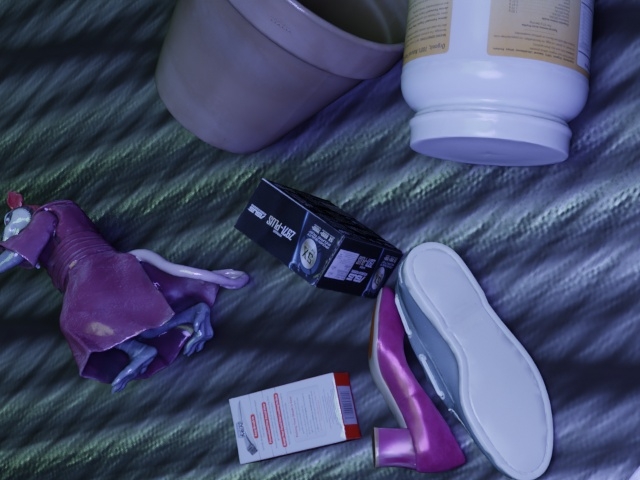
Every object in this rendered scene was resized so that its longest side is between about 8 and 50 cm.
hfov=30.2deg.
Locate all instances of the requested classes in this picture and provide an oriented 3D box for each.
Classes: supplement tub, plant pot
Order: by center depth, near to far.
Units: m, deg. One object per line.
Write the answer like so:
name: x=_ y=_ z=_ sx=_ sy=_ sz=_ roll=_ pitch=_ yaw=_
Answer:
supplement tub: x=0.217 y=-0.261 z=1.446 sx=0.228 sy=0.228 sz=0.316 roll=3 pitch=84 yaw=29
plant pot: x=-0.072 y=-0.273 z=1.584 sx=0.280 sy=0.323 sz=0.323 roll=-49 pitch=63 yaw=32

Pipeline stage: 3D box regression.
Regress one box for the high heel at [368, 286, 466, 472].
high heel: x=0.124 y=0.178 z=1.535 sx=0.117 sy=0.082 sz=0.244 roll=0 pitch=66 yaw=-3

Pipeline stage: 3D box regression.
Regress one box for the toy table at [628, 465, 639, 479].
toy table: x=0.459 y=0.276 z=1.277 sx=0.274 sy=0.161 sz=0.252 roll=-22 pitch=73 yaw=23

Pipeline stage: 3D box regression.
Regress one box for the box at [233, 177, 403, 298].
box: x=0.000 y=0.000 z=1.551 sx=0.147 sy=0.180 sz=0.077 roll=36 pitch=100 yaw=27

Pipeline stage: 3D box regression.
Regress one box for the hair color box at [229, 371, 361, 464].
hair color box: x=-0.035 y=0.242 z=1.608 sx=0.167 sy=0.053 sz=0.093 roll=-17 pitch=76 yaw=24

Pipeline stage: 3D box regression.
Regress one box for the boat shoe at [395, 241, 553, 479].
boat shoe: x=0.188 y=0.158 z=1.495 sx=0.319 sy=0.116 sz=0.099 roll=63 pitch=154 yaw=13

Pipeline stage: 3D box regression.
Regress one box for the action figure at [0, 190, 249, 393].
action figure: x=-0.335 y=0.034 z=1.689 sx=0.370 sy=0.248 sz=0.275 roll=45 pitch=103 yaw=23
